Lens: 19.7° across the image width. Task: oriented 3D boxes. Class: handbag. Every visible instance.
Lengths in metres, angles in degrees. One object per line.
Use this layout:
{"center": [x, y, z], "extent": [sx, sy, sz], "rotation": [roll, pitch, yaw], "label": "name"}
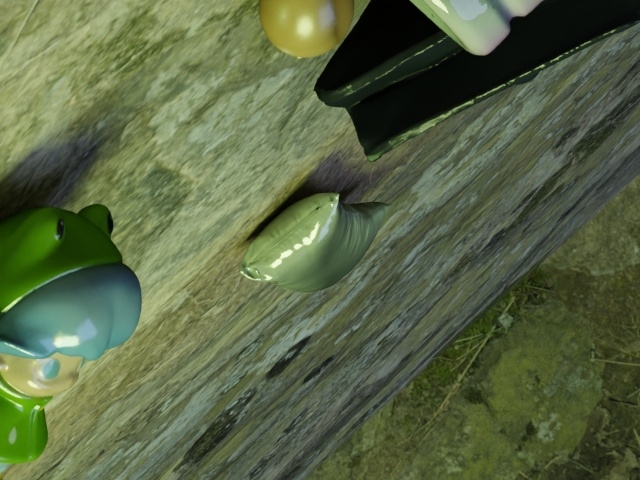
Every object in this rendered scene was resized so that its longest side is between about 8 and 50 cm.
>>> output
{"center": [0.166, -0.217, 1.604], "extent": [0.326, 0.118, 0.269], "rotation": [-25, -155, 36], "label": "handbag"}

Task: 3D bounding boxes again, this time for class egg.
{"center": [-0.011, -0.196, 1.510], "extent": [0.080, 0.080, 0.096], "rotation": [-40, 167, -17], "label": "egg"}

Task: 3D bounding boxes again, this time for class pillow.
{"center": [0.001, -0.001, 2.138], "extent": [0.144, 0.078, 0.254], "rotation": [-46, 166, 9], "label": "pillow"}

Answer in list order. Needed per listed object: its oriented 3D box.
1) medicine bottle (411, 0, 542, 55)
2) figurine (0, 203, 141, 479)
{"center": [0.156, -0.318, 1.351], "extent": [0.325, 0.212, 0.212], "rotation": [-47, 167, 5], "label": "medicine bottle"}
{"center": [-0.244, 0.091, 1.489], "extent": [0.162, 0.143, 0.263], "rotation": [-2, 119, -64], "label": "figurine"}
